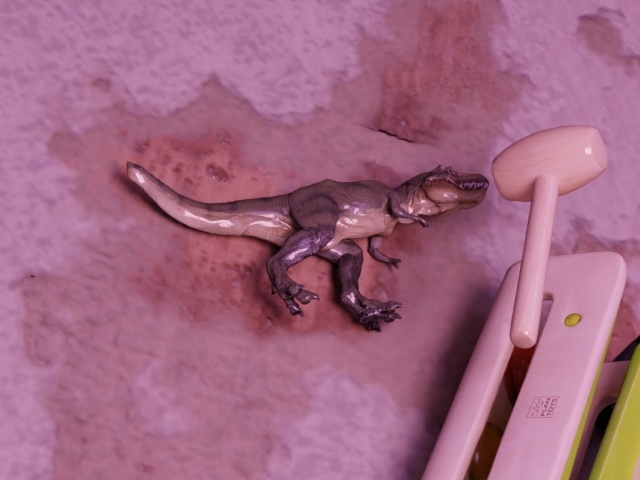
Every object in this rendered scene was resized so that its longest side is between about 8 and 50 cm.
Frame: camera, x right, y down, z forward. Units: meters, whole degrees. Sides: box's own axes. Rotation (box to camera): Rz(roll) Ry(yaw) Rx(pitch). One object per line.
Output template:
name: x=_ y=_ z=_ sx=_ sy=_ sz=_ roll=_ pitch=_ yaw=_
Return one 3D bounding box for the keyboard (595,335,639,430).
keyboard: x=0.286 y=0.094 z=1.078 sx=0.100 sy=0.038 sz=0.192 roll=36 pitch=52 yaw=23

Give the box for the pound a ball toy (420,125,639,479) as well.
pound a ball toy: x=0.125 y=0.105 z=0.934 sx=0.208 sy=0.135 sz=0.319 roll=52 pitch=47 yaw=-31

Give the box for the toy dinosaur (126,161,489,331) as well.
toy dinosaur: x=0.000 y=0.000 z=1.000 sx=0.268 sy=0.064 sz=0.118 roll=-1 pitch=58 yaw=-23
